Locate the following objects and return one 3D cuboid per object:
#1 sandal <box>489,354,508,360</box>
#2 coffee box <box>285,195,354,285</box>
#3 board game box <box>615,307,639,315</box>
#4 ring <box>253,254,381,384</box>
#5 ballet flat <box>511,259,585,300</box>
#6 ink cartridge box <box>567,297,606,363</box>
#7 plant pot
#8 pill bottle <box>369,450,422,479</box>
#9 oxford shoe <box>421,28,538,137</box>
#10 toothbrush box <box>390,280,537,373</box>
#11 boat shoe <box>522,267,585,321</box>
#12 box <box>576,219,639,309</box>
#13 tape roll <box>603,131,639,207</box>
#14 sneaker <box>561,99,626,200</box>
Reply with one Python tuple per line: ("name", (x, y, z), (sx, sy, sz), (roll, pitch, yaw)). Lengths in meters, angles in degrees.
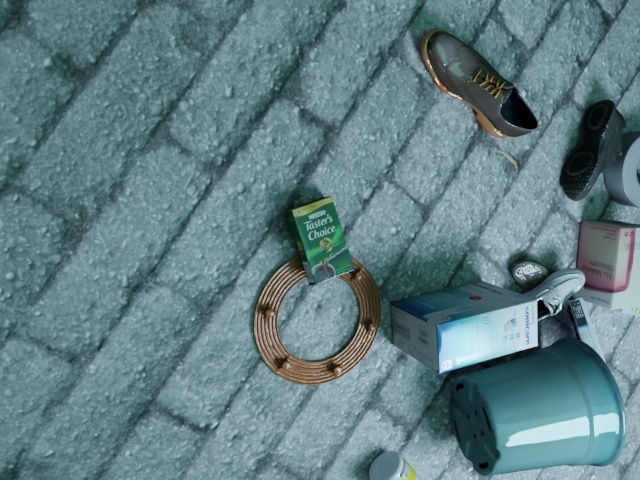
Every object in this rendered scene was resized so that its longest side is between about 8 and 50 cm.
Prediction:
("sandal", (0.429, 0.295, 1.761), (0.180, 0.049, 0.072), (-14, 99, -6))
("coffee box", (0.000, 0.000, 1.498), (0.113, 0.040, 0.184), (-19, 96, -25))
("board game box", (0.980, 0.178, 1.992), (0.154, 0.026, 0.104), (9, 96, -25))
("ring", (0.002, 0.189, 1.559), (0.336, 0.032, 0.337), (-4, 100, -23))
("ballet flat", (0.631, 0.107, 1.816), (0.249, 0.058, 0.084), (18, 113, -20))
("ink cartridge box", (0.738, 0.277, 1.797), (0.045, 0.208, 0.207), (-19, 69, 16))
("plant pot", (0.541, 0.452, 1.698), (0.333, 0.341, 0.342), (-8, 103, -14))
("pill bottle", (0.214, 0.643, 1.691), (0.103, 0.103, 0.184), (-42, 113, -12))
("oxford shoe", (0.396, -0.386, 1.576), (0.363, 0.132, 0.130), (34, 85, -25))
("toothbrush box", (0.356, 0.206, 1.617), (0.295, 0.216, 0.126), (-9, 103, -22))
("boat shoe", (0.613, 0.169, 1.759), (0.258, 0.084, 0.095), (-33, 119, 4))
("box", (0.824, 0.065, 1.836), (0.126, 0.148, 0.233), (-2, 99, -23))
("tape roll", (0.925, -0.205, 1.877), (0.219, 0.072, 0.219), (-4, 100, -23))
("sneaker", (0.767, -0.234, 1.787), (0.130, 0.109, 0.287), (24, 91, -32))
